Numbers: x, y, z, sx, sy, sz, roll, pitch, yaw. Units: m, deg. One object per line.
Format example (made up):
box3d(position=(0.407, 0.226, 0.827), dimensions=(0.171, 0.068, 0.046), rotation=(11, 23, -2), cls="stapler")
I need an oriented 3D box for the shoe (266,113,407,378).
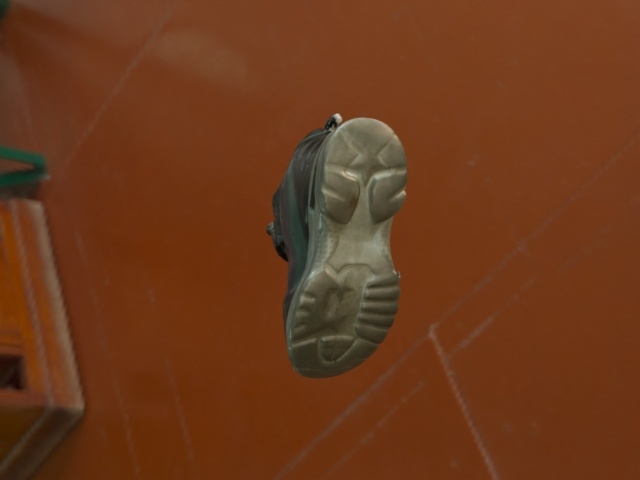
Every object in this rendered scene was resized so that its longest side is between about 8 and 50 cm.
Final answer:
box3d(position=(0.000, 0.000, 0.769), dimensions=(0.099, 0.071, 0.169), rotation=(26, 110, 59), cls="shoe")
